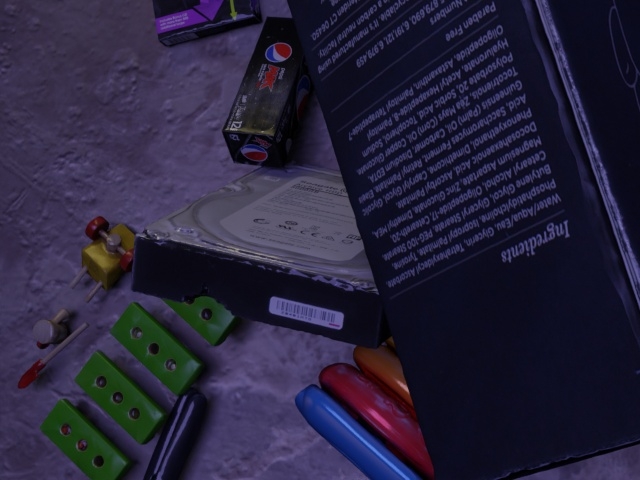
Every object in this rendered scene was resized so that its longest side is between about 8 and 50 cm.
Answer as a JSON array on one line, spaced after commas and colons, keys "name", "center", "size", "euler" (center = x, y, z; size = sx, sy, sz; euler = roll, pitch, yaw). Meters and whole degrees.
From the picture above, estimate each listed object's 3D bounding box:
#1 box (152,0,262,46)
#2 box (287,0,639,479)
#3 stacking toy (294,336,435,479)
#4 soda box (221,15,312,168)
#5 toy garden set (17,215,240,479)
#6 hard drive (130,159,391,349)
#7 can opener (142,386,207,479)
[{"name": "box", "center": [-0.136, -0.308, 1.589], "size": [0.116, 0.029, 0.162], "euler": [-13, 79, 13]}, {"name": "box", "center": [0.286, -0.088, 1.189], "size": [0.297, 0.480, 0.471], "euler": [-33, 70, 53]}, {"name": "stacking toy", "center": [0.131, 0.109, 1.423], "size": [0.166, 0.175, 0.302], "euler": [41, 85, 13]}, {"name": "soda box", "center": [-0.047, -0.157, 1.496], "size": [0.060, 0.053, 0.169], "euler": [7, 55, 16]}, {"name": "toy garden set", "center": [-0.223, 0.114, 1.562], "size": [0.204, 0.049, 0.244], "euler": [40, 100, 19]}, {"name": "hard drive", "center": [0.000, 0.000, 1.359], "size": [0.237, 0.339, 0.064], "euler": [13, 108, 18]}, {"name": "can opener", "center": [-0.165, 0.247, 1.534], "size": [0.059, 0.073, 0.186], "euler": [9, 82, 55]}]
